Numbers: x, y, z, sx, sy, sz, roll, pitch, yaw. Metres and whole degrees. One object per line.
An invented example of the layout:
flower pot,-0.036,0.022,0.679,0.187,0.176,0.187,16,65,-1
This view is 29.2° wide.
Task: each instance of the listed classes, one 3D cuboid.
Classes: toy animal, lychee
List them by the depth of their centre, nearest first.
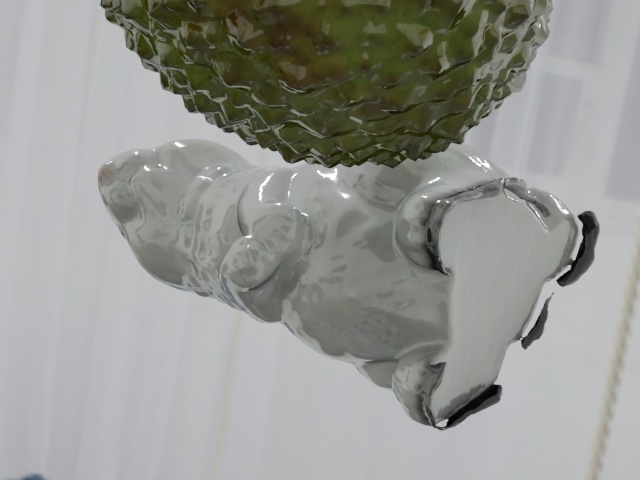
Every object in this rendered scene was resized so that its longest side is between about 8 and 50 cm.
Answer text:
lychee,0.003,-0.176,0.630,0.270,0.270,0.320,14,-7,29
toy animal,0.000,0.000,0.955,0.357,0.194,0.257,15,12,40
